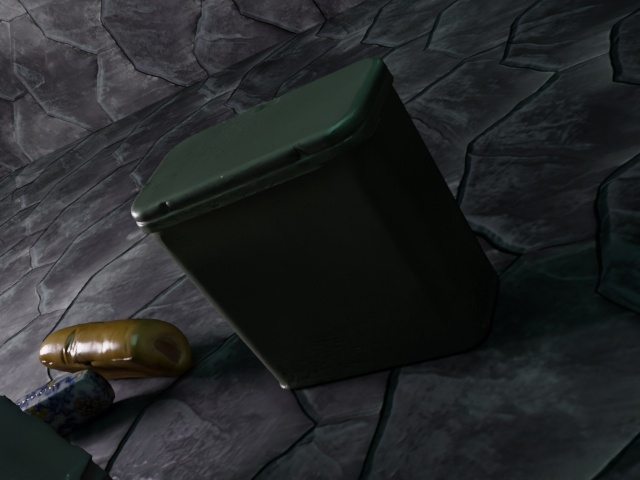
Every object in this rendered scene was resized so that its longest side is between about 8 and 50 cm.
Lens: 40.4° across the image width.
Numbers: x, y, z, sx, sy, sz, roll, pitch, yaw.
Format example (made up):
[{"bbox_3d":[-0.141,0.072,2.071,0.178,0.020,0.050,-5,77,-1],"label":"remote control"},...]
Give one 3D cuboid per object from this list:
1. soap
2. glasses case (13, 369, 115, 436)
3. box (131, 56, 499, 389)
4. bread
[{"bbox_3d":[-0.472,0.302,1.236,0.257,0.302,0.159,-14,25,38],"label":"soap"},{"bbox_3d":[-0.460,0.292,1.472,0.248,0.087,0.065,-28,31,18],"label":"glasses case"},{"bbox_3d":[0.000,0.000,1.114,0.351,0.344,0.177,-18,28,31],"label":"box"},{"bbox_3d":[-0.344,0.182,1.461,0.305,0.142,0.091,-9,70,41],"label":"bread"}]
